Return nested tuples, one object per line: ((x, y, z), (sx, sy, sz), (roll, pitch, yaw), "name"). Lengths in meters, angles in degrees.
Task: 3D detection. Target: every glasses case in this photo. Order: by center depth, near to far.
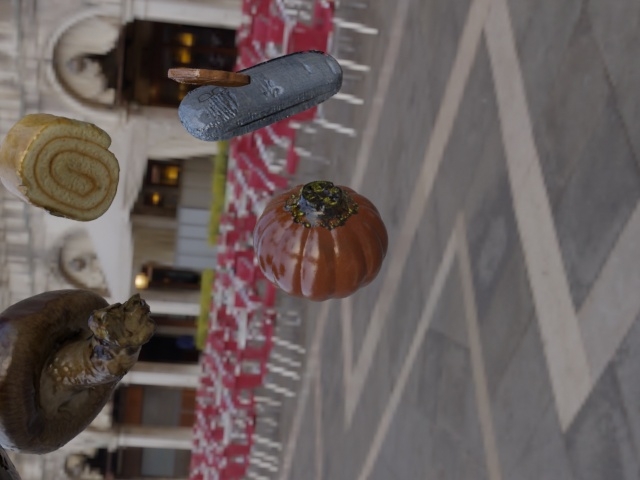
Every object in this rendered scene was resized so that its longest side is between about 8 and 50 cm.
((-0.094, -0.235, 1.765), (0.109, 0.282, 0.067), (51, 157, 37), "glasses case")

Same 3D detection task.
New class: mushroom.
((-0.464, 0.239, 2.055), (0.331, 0.356, 0.334), (-58, -29, -73), "mushroom")

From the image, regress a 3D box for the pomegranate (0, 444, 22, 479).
((-0.359, 0.261, 0.924), (0.202, 0.202, 0.248), (108, -171, -60), "pomegranate")

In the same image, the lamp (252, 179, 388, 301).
((0.000, 0.000, 1.782), (0.223, 0.223, 0.196), (-95, 4, -52), "lamp")

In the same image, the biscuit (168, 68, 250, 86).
((-0.167, -0.244, 1.641), (0.102, 0.130, 0.019), (6, 94, 50), "biscuit")

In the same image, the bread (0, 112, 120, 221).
((-0.310, -0.090, 1.321), (0.073, 0.149, 0.122), (26, 94, 43), "bread")
